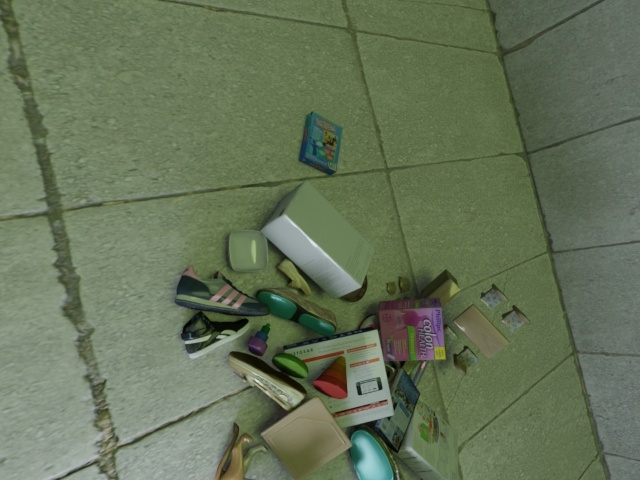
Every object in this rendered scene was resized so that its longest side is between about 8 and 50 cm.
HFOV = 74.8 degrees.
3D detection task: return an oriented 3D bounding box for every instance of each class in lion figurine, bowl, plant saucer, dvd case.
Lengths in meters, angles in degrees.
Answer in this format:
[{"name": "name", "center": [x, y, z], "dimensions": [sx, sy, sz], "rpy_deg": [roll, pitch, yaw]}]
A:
[{"name": "lion figurine", "center": [-0.201, 0.776, 1.260], "dimensions": [0.392, 0.142, 0.240], "rpy_deg": [41, 72, 13]}, {"name": "bowl", "center": [-0.253, 0.037, 1.423], "dimensions": [0.141, 0.053, 0.142], "rpy_deg": [2, 81, -36]}, {"name": "plant saucer", "center": [0.119, 0.165, 1.687], "dimensions": [0.168, 0.029, 0.169], "rpy_deg": [7, 78, -35]}, {"name": "dvd case", "center": [0.296, 0.641, 1.585], "dimensions": [0.180, 0.022, 0.253], "rpy_deg": [56, 50, -30]}]

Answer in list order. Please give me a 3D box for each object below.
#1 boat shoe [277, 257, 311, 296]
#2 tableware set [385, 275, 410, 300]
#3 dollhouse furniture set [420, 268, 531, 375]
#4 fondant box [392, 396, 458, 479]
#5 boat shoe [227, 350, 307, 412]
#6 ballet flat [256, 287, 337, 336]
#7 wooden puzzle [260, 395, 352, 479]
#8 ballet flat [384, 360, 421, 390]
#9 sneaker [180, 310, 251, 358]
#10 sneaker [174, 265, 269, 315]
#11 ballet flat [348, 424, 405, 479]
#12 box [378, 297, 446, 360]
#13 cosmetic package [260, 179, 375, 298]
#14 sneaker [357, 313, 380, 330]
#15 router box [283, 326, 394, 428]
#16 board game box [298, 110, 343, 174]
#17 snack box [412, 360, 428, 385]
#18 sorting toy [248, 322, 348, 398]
[{"name": "boat shoe", "center": [-0.096, 0.142, 1.520], "dimensions": [0.059, 0.063, 0.170], "rpy_deg": [-38, 106, -11]}, {"name": "tableware set", "center": [0.353, 0.244, 1.849], "dimensions": [0.141, 0.020, 0.169], "rpy_deg": [-4, 82, -39]}, {"name": "dollhouse furniture set", "center": [0.624, 0.334, 1.787], "dimensions": [0.394, 0.362, 0.256], "rpy_deg": [47, 15, 6]}, {"name": "fondant box", "center": [0.436, 0.823, 1.707], "dimensions": [0.330, 0.096, 0.238], "rpy_deg": [48, 36, -20]}, {"name": "boat shoe", "center": [-0.181, 0.453, 1.340], "dimensions": [0.285, 0.104, 0.089], "rpy_deg": [32, 90, -4]}, {"name": "ballet flat", "center": [-0.080, 0.235, 1.479], "dimensions": [0.315, 0.108, 0.106], "rpy_deg": [32, 32, -12]}, {"name": "wooden puzzle", "center": [-0.044, 0.645, 1.369], "dimensions": [0.220, 0.044, 0.239], "rpy_deg": [-33, 104, -2]}, {"name": "ballet flat", "center": [0.309, 0.529, 1.711], "dimensions": [0.348, 0.123, 0.123], "rpy_deg": [-43, 107, -34]}, {"name": "sneaker", "center": [-0.327, 0.264, 1.308], "dimensions": [0.216, 0.079, 0.121], "rpy_deg": [-25, 97, -36]}, {"name": "sneaker", "center": [-0.295, 0.166, 1.334], "dimensions": [0.318, 0.112, 0.131], "rpy_deg": [20, 64, -37]}, {"name": "ballet flat", "center": [0.255, 0.907, 1.546], "dimensions": [0.483, 0.164, 0.182], "rpy_deg": [63, 19, 17]}, {"name": "box", "center": [0.362, 0.353, 1.663], "dimensions": [0.117, 0.242, 0.214], "rpy_deg": [-47, 131, -75]}, {"name": "cosmetic package", "center": [0.000, 0.000, 1.509], "dimensions": [0.385, 0.156, 0.217], "rpy_deg": [44, 43, -14]}, {"name": "sneaker", "center": [0.192, 0.393, 1.623], "dimensions": [0.270, 0.145, 0.090], "rpy_deg": [-43, 107, -34]}, {"name": "router box", "center": [0.062, 0.485, 1.455], "dimensions": [0.335, 0.082, 0.302], "rpy_deg": [-10, 87, -8]}, {"name": "board game box", "center": [0.004, -0.392, 1.696], "dimensions": [0.160, 0.047, 0.211], "rpy_deg": [20, 70, -31]}, {"name": "snack box", "center": [0.412, 0.567, 1.758], "dimensions": [0.064, 0.022, 0.178], "rpy_deg": [-10, 124, -55]}, {"name": "sorting toy", "center": [-0.056, 0.379, 1.373], "dimensions": [0.365, 0.127, 0.126], "rpy_deg": [28, 54, 0]}]
